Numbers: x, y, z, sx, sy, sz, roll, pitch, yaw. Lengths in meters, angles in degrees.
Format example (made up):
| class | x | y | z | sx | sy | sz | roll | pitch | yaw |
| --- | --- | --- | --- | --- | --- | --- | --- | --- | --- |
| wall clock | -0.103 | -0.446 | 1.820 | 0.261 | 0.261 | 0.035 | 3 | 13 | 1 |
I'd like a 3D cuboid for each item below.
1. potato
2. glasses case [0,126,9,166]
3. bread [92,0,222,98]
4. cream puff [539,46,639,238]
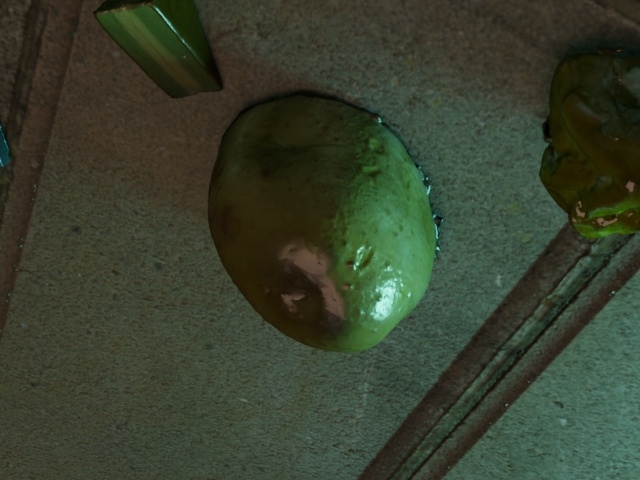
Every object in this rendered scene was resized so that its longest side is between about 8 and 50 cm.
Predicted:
| class | x | y | z | sx | sy | sz | roll | pitch | yaw |
| --- | --- | --- | --- | --- | --- | --- | --- | --- | --- |
| potato | 0.000 | 0.000 | 0.924 | 0.242 | 0.243 | 0.285 | -22 | 114 | 31 |
| glasses case | -0.448 | -0.204 | 1.022 | 0.105 | 0.056 | 0.266 | -9 | 127 | -5 |
| bread | -0.162 | -0.192 | 0.907 | 0.074 | 0.084 | 0.139 | -4 | 126 | 19 |
| cream puff | 0.310 | -0.067 | 0.799 | 0.220 | 0.195 | 0.195 | 4 | 128 | 20 |
